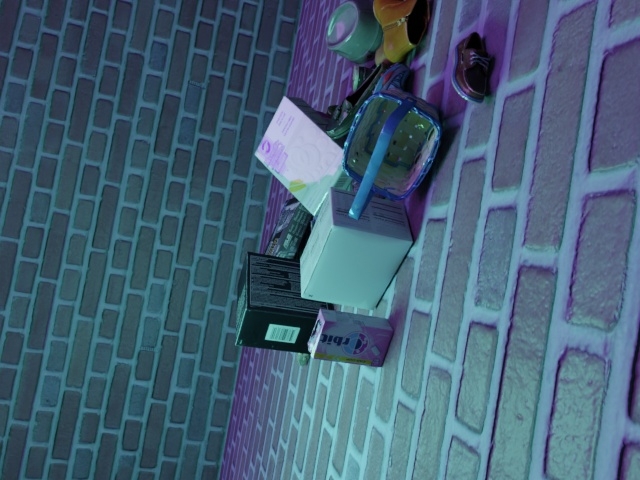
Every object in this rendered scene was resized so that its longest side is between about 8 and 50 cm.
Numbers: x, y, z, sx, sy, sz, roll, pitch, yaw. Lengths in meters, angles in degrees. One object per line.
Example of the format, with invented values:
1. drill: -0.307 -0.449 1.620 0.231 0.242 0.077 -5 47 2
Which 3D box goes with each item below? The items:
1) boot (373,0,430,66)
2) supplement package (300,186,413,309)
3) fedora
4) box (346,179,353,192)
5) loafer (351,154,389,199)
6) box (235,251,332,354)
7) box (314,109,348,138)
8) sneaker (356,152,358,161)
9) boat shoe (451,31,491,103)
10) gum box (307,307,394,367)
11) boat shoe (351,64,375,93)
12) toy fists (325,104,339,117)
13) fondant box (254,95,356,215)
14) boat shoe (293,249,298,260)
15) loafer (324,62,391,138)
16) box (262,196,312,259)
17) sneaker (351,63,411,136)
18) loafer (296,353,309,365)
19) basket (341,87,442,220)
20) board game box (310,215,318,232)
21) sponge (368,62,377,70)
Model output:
1. boot: 0.233 -0.639 1.519 0.211 0.104 0.295 166 111 -67
2. supplement package: 0.082 0.027 1.383 0.145 0.204 0.262 -93 20 -47
3. fedora: 0.102 -0.669 1.747 0.275 0.124 0.244 -12 83 62
4. box: 0.078 -0.118 1.821 0.186 0.038 0.145 155 124 -73
5. loafer: 0.156 -0.197 1.525 0.109 0.095 0.303 -6 69 28
6. box: -0.128 0.214 1.863 0.294 0.296 0.183 -98 23 -52
7. box: -0.023 -0.321 1.931 0.213 0.117 0.243 43 123 52
8. sneaker: 0.128 -0.310 1.613 0.051 0.089 0.170 -5 97 48
9. boat shoe: 0.302 -0.351 1.091 0.066 0.066 0.183 121 155 -49
10. gum box: 0.069 0.236 1.320 0.062 0.188 0.107 -115 39 -65
11. boat shoe: 0.141 -0.506 1.797 0.233 0.079 0.084 104 164 -85
12. toy fists: 0.032 -0.372 2.057 0.142 0.096 0.279 -111 33 -64
13. fondant box: -0.042 -0.275 1.772 0.330 0.096 0.238 47 122 24
14. boat shoe: -0.153 0.103 2.413 0.335 0.095 0.112 -104 29 -57
15. loafer: 0.106 -0.411 1.590 0.267 0.084 0.096 -39 44 17
16. box: -0.139 -0.033 2.325 0.308 0.076 0.242 -67 17 -9
17. sneaker: 0.191 -0.351 1.473 0.262 0.125 0.104 -60 -19 -6
18. loafer: -0.054 0.392 1.960 0.039 0.045 0.125 -169 92 -68
19. basket: 0.154 -0.207 1.220 0.289 0.201 0.255 -49 -14 -48
20. board game box: 0.000 0.000 1.902 0.194 0.060 0.194 -122 24 -75
21. sponge: 0.175 -0.648 1.832 0.117 0.031 0.210 -179 99 -73
